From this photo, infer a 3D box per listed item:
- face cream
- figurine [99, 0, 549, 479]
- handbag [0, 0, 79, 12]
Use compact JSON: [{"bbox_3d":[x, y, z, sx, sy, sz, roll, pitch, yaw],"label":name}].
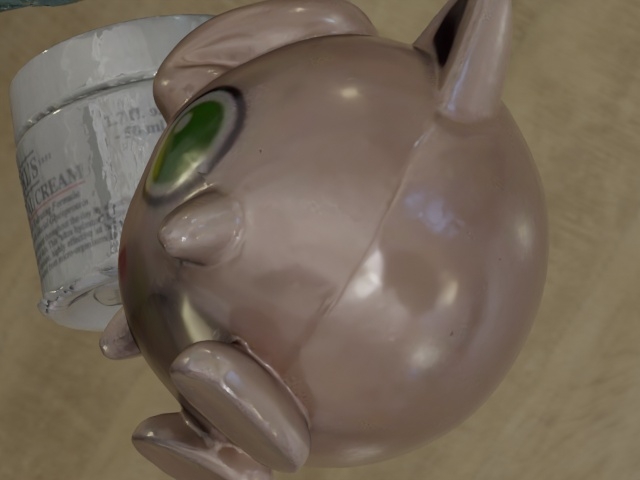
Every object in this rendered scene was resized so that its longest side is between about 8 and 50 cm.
[{"bbox_3d":[-0.095,-0.035,1.089,0.177,0.177,0.153,-18,72,21],"label":"face cream"},{"bbox_3d":[0.000,0.000,0.476,0.125,0.125,0.138,18,67,21],"label":"figurine"},{"bbox_3d":[-0.223,-0.359,1.444,0.089,0.238,0.326,-4,104,48],"label":"handbag"}]
